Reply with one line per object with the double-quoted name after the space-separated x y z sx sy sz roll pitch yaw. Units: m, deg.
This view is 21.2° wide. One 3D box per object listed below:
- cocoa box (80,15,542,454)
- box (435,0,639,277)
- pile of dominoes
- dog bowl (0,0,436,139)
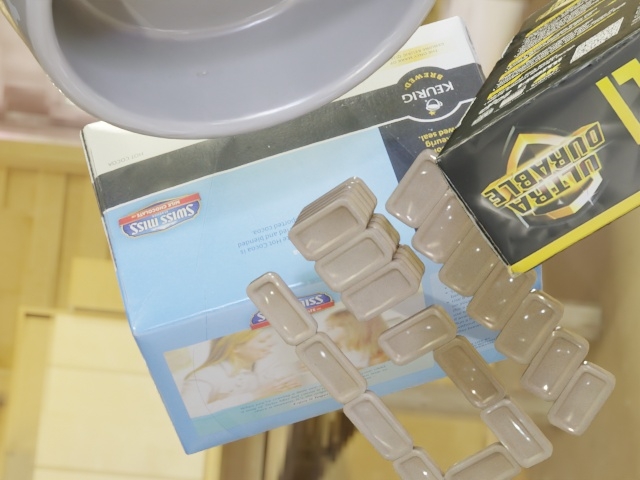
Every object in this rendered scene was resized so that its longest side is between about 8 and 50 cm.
0.000 0.000 1.494 0.231 0.347 0.228 76 176 -57 "cocoa box"
0.225 -0.132 0.853 0.322 0.079 0.257 -32 8 26 "box"
0.085 0.064 1.243 0.196 0.251 0.040 -32 14 30 "pile of dominoes"
-0.062 -0.209 1.186 0.349 0.348 0.102 102 152 -49 "dog bowl"
